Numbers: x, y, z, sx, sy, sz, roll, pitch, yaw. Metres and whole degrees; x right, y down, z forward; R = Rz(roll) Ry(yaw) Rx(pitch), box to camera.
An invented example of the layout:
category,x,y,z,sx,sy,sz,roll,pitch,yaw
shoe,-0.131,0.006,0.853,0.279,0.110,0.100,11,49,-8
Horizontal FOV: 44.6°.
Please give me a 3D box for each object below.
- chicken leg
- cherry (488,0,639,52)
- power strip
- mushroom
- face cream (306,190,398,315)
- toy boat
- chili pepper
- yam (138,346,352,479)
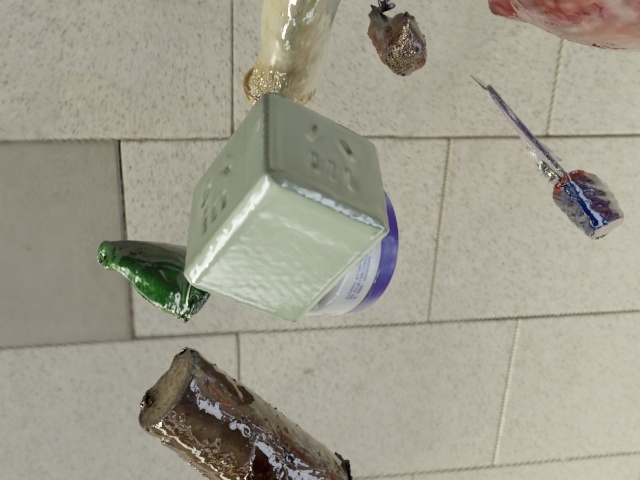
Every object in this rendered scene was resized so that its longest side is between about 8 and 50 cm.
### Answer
category,x,y,z,sx,sy,sz,roll,pitch,yaw
chicken leg,0.111,-0.288,1.124,0.063,0.234,0.105,-28,114,5
cherry,0.207,-0.216,0.414,0.230,0.203,0.300,-2,151,-43
power strip,-0.054,-0.013,0.795,0.139,0.140,0.224,23,129,-26
mushroom,-0.015,-0.311,1.020,0.122,0.095,0.351,-4,146,-29
face cream,0.000,0.000,1.069,0.111,0.206,0.206,3,116,-40
toy boat,0.333,-0.127,1.142,0.072,0.219,0.318,-40,95,19
chili pepper,-0.207,0.039,1.014,0.216,0.108,0.062,10,135,29
yam,-0.090,0.252,0.958,0.131,0.131,0.279,-44,114,9
